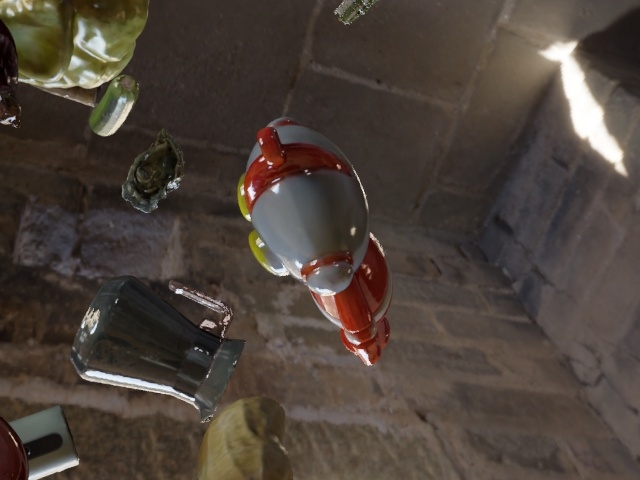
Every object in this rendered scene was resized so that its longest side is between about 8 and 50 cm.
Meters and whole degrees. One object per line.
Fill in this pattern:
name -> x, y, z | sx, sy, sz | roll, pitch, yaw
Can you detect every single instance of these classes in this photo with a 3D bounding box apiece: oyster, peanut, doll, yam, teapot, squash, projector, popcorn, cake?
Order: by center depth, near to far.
doll -> 0.000, 0.000, 0.748 | 0.105, 0.199, 0.336 | -19, 152, 5
oyster -> -0.212, -0.086, 1.067 | 0.100, 0.098, 0.037 | -44, 145, -4
popcorn -> -0.336, -0.368, 1.081 | 0.292, 0.293, 0.334 | 6, 121, 20
projector -> -0.567, 0.369, 1.331 | 0.338, 0.108, 0.108 | -17, 125, -20
yam -> -0.537, -0.305, 1.426 | 0.327, 0.045, 0.045 | 20, 142, -3
peanut -> -0.140, 0.405, 1.471 | 0.158, 0.340, 0.174 | 24, 108, -22
cake -> 0.089, -0.484, 1.624 | 0.140, 0.055, 0.051 | -37, 111, 23
squash -> -0.422, -0.271, 1.692 | 0.066, 0.066, 0.229 | 18, 157, -22
teapot -> -0.356, 0.231, 1.888 | 0.344, 0.300, 0.253 | 25, 145, -4

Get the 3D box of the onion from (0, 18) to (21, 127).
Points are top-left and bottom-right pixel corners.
onion -> -0.406, -0.188, 0.904 | 0.195, 0.218, 0.139 | -25, 131, -50

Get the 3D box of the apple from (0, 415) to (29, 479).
apple -> -0.501, 0.313, 1.033 | 0.260, 0.260, 0.216 | -40, 102, 13
